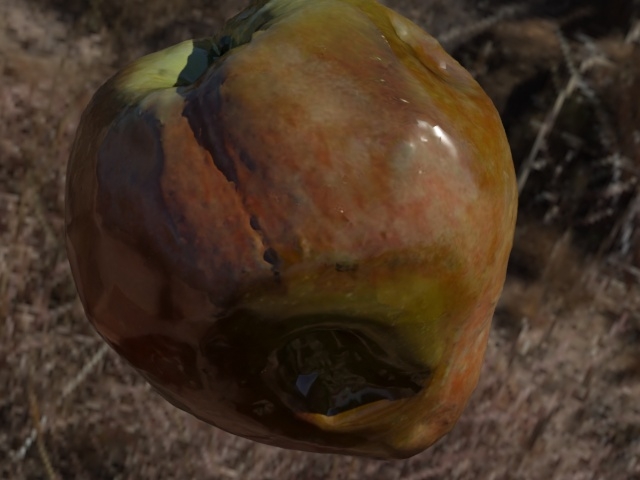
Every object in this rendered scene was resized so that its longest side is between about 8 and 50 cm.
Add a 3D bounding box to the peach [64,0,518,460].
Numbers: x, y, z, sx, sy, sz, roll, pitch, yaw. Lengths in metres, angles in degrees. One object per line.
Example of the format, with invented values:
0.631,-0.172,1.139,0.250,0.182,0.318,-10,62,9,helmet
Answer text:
0.000,0.000,0.735,0.235,0.214,0.214,54,24,-26,peach
